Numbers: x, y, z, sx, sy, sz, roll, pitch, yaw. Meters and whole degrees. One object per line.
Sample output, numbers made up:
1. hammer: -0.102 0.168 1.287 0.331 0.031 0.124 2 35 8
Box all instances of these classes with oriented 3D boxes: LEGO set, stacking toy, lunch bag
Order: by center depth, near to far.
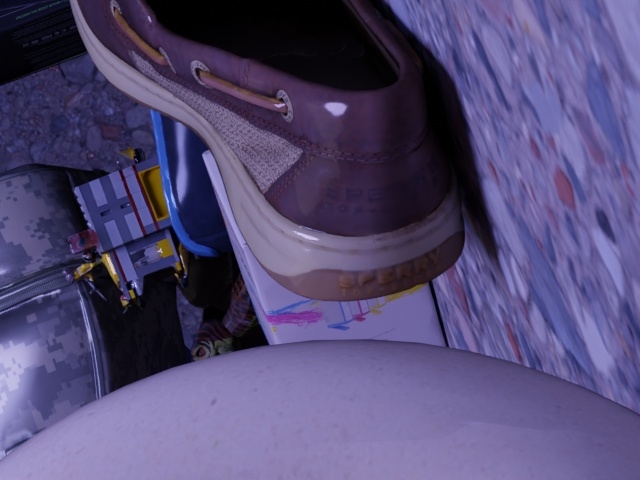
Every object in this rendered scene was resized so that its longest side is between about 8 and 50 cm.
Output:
1. stacking toy: 0.067 0.244 0.695 0.351 0.350 0.480 67 -167 21
2. LEGO set: -0.074 0.043 1.424 0.331 0.192 0.255 -161 50 -84
3. lunch bag: -0.224 0.092 1.595 0.305 0.212 0.256 20 -133 -80

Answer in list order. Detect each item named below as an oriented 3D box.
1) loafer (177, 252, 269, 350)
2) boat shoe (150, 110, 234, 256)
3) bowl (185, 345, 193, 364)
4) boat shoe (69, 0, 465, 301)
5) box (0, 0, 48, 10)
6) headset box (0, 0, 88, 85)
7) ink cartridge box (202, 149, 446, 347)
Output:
1. loafer: -0.088 0.002 1.744 0.134 0.130 0.366 -118 8 -51
2. boat shoe: -0.068 -0.122 1.278 0.109 0.089 0.258 -43 -57 -84
3. bowl: -0.042 0.251 1.860 0.391 0.077 0.391 48 175 5
4. boat shoe: -0.037 -0.113 0.902 0.342 0.123 0.123 -123 20 -48
5. box: -0.141 -0.239 1.128 0.207 0.153 0.108 -118 19 -47
6. headset box: -0.229 -0.277 1.435 0.131 0.246 0.283 103 145 -80
7. ink cartridge box: 0.000 0.000 1.061 0.092 0.090 0.143 -117 7 -50
